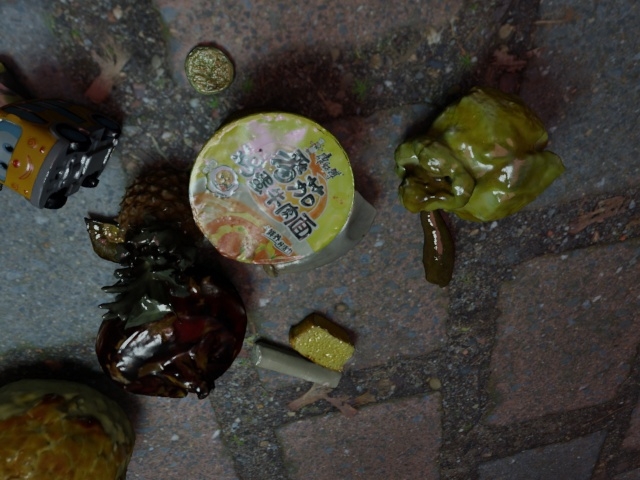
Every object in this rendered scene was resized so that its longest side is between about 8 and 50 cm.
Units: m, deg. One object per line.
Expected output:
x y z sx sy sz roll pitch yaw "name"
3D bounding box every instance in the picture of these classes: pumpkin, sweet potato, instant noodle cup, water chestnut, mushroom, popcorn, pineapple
-0.413 -0.004 0.818 0.073 0.035 0.101 3 122 -1 "pumpkin"
0.267 0.012 0.950 0.077 0.077 0.243 -16 122 -3 "sweet potato"
-0.090 -0.116 0.727 0.265 0.200 0.264 -6 120 -10 "instant noodle cup"
-0.283 0.198 0.820 0.300 0.300 0.300 -5 119 -10 "water chestnut"
0.000 0.000 0.872 0.270 0.103 0.118 -41 119 18 "mushroom"
0.275 -0.151 0.774 0.277 0.225 0.276 -6 116 -12 "popcorn"
-0.266 0.009 0.680 0.169 0.340 0.169 -5 123 -8 "pineapple"

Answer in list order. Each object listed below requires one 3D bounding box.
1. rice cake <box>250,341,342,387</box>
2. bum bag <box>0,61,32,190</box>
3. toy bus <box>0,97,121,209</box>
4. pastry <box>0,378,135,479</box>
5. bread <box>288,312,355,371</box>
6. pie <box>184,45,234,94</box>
-0.060 0.317 1.060 0.256 0.052 0.057 24 108 -23 "rice cake"
-0.546 -0.178 0.674 0.107 0.060 0.232 27 110 -22 "bum bag"
-0.416 -0.146 0.641 0.136 0.209 0.126 30 110 -14 "toy bus"
-0.597 0.484 0.865 0.389 0.313 0.388 -6 107 -21 "pastry"
0.008 0.255 1.035 0.187 0.065 0.103 35 105 -25 "bread"
-0.190 -0.292 0.713 0.084 0.021 0.084 -3 118 -6 "pie"
